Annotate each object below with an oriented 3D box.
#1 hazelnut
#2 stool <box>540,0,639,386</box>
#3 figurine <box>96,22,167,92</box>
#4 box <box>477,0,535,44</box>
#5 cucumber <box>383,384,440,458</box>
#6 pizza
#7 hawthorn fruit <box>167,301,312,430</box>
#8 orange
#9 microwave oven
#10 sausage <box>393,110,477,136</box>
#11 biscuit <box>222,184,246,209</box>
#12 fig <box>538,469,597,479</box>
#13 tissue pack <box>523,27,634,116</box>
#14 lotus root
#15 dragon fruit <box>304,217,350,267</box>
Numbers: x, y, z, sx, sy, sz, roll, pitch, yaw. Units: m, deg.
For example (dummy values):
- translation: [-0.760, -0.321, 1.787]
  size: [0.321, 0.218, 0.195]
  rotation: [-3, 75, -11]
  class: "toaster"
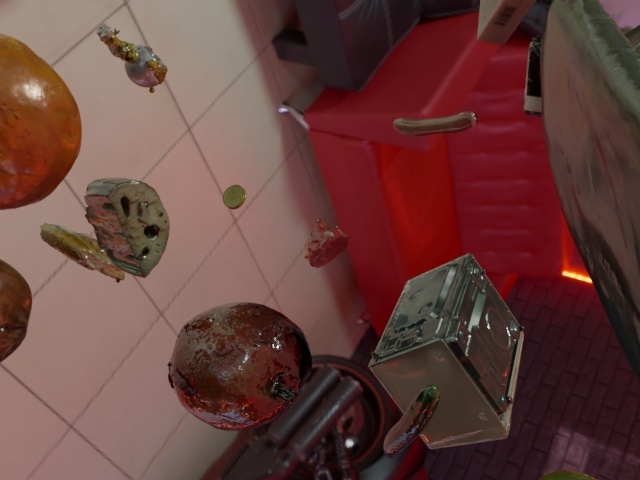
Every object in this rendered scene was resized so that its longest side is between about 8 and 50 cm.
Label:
- translation: [-0.599, 0.124, 1.121]
  size: [0.212, 0.180, 0.181]
  rotation: [-66, -175, -18]
  class: "hazelnut"
- translation: [0.340, -0.055, 0.557]
  size: [0.310, 0.226, 0.311]
  rotation: [65, 14, -47]
  class: "stool"
- translation: [-0.328, -0.320, 1.158]
  size: [0.068, 0.101, 0.143]
  rotation: [-50, 165, 0]
  class: "figurine"
- translation: [0.350, -0.471, 1.208]
  size: [0.201, 0.058, 0.141]
  rotation: [111, -12, -74]
  class: "box"
- translation: [0.174, 0.367, 1.298]
  size: [0.056, 0.056, 0.284]
  rotation: [-43, 161, -41]
  class: "cucumber"
- translation: [-0.581, 0.039, 1.720]
  size: [0.071, 0.189, 0.297]
  rotation: [-59, 151, -7]
  class: "pizza"
- translation: [-0.171, 0.270, 1.456]
  size: [0.316, 0.315, 0.316]
  rotation: [-33, 132, -48]
  class: "hawthorn fruit"
- translation: [-0.507, -0.178, 0.996]
  size: [0.284, 0.283, 0.226]
  rotation: [68, 7, -47]
  class: "orange"
- translation: [0.349, 0.275, 1.673]
  size: [0.333, 0.247, 0.394]
  rotation: [55, 34, -14]
  class: "microwave oven"
- translation: [0.234, -0.239, 1.358]
  size: [0.043, 0.186, 0.043]
  rotation: [-2, 93, -52]
  class: "sausage"
- translation: [-0.286, -0.145, 2.190]
  size: [0.084, 0.083, 0.023]
  rotation: [-67, 154, -10]
  class: "biscuit"
- translation: [0.434, 0.475, 1.082]
  size: [0.180, 0.191, 0.181]
  rotation: [6, 75, -25]
  class: "fig"
- translation: [0.663, -0.356, 1.455]
  size: [0.210, 0.369, 0.198]
  rotation: [-31, 128, -47]
  class: "tissue pack"
- translation: [-0.428, -0.043, 1.473]
  size: [0.138, 0.118, 0.235]
  rotation: [-36, 132, -37]
  class: "lotus root"
- translation: [0.000, 0.000, 2.002]
  size: [0.153, 0.111, 0.153]
  rotation: [-27, 154, -14]
  class: "dragon fruit"
